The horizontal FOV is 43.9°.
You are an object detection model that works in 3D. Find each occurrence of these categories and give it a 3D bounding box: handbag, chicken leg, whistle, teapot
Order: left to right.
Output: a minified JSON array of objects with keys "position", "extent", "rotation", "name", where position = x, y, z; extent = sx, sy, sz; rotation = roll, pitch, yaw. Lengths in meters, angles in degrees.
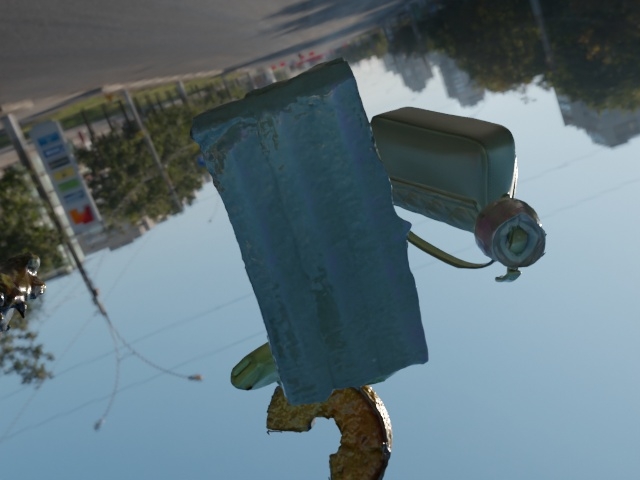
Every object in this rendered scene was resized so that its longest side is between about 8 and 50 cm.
[{"position":[-0.484,0.084,1.027],"extent":[0.212,0.140,0.361],"rotation":[4,-179,-13],"name":"chicken leg"},{"position":[0.001,0.088,0.829],"extent":[0.141,0.141,0.294],"rotation":[-12,168,37],"name":"whistle"},{"position":[0.175,-0.074,1.155],"extent":[0.079,0.219,0.256],"rotation":[-23,-149,-34],"name":"handbag"},{"position":[0.178,0.004,0.744],"extent":[0.064,0.083,0.064],"rotation":[4,-166,0],"name":"teapot"}]

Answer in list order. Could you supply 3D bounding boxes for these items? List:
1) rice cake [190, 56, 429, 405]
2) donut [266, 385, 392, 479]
[{"position":[0.000,0.000,0.564],"extent":[0.127,0.237,0.043],"rotation":[-19,-158,-1],"name":"rice cake"},{"position":[0.025,0.241,1.034],"extent":[0.146,0.181,0.078],"rotation":[-50,162,18],"name":"donut"}]
